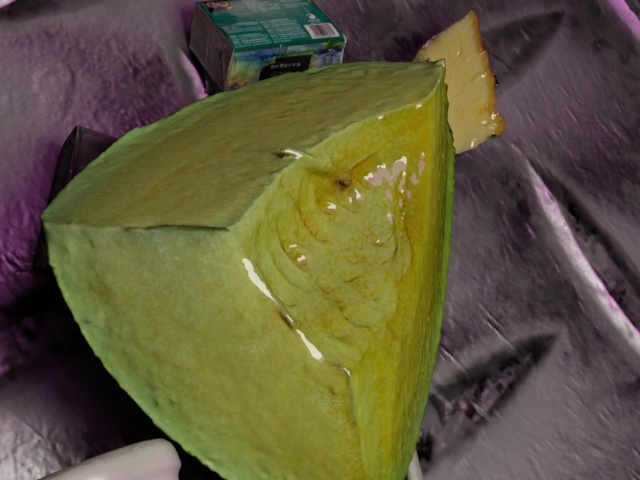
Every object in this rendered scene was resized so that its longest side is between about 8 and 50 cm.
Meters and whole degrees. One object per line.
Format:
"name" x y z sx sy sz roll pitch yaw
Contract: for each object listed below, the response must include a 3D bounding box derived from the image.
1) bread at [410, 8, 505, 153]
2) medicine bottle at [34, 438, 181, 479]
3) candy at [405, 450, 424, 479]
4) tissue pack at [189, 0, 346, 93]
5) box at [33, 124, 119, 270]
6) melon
"bread" 0.132 -0.141 1.344 0.084 0.080 0.109 -34 85 -29
"medicine bottle" -0.134 0.315 0.972 0.202 0.202 0.316 -17 79 -30
"candy" 0.093 0.243 1.182 0.124 0.124 0.365 -1 63 -26
"tissue pack" -0.050 -0.166 1.275 0.111 0.079 0.085 -10 44 -28
"box" -0.113 -0.005 1.184 0.224 0.069 0.120 20 64 -20
"melon" 0.000 0.000 1.085 0.331 0.226 0.343 38 34 3
